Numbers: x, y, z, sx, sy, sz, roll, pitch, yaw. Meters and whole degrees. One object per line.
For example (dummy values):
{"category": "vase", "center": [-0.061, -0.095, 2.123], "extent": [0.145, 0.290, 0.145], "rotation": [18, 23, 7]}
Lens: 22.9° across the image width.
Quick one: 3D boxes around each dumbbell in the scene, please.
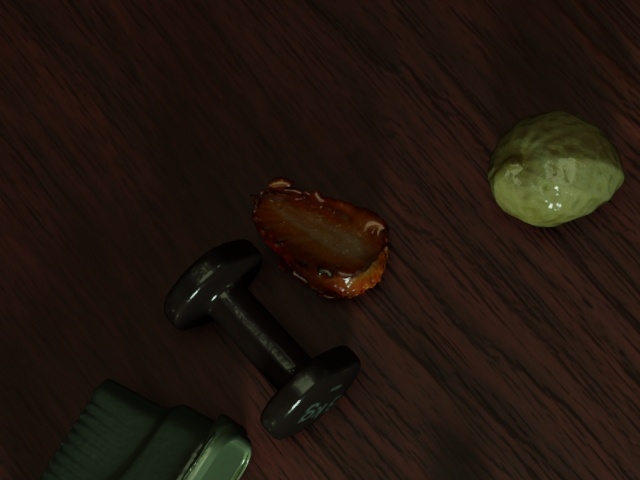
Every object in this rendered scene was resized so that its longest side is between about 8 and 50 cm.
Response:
{"category": "dumbbell", "center": [-0.070, 0.115, 1.862], "extent": [0.225, 0.140, 0.124], "rotation": [47, 122, 17]}

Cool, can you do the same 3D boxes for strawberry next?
{"category": "strawberry", "center": [0.000, 0.000, 1.922], "extent": [0.188, 0.082, 0.121], "rotation": [34, 62, 25]}

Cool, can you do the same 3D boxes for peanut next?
{"category": "peanut", "center": [0.276, -0.086, 1.879], "extent": [0.159, 0.109, 0.140], "rotation": [-23, 44, -9]}

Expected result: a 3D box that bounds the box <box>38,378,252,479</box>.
{"category": "box", "center": [-0.225, 0.295, 1.841], "extent": [0.178, 0.138, 0.274], "rotation": [29, 80, 19]}
